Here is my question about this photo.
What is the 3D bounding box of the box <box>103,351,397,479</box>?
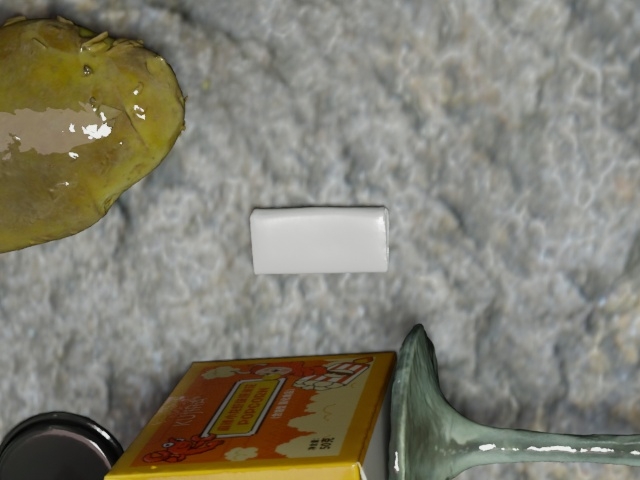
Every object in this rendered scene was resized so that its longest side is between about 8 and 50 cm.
[{"bbox_3d":[-0.037,0.258,1.160,0.214,0.283,0.259,-6,101,9],"label":"box"}]

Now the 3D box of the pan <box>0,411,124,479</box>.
[{"bbox_3d":[-0.292,0.251,1.329,0.235,0.028,0.136,-24,97,13],"label":"pan"}]

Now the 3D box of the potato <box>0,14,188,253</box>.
[{"bbox_3d":[-0.260,-0.090,1.194,0.296,0.141,0.191,-18,102,10],"label":"potato"}]

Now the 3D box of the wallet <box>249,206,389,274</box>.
[{"bbox_3d":[0.000,0.000,1.231,0.122,0.025,0.061,-1,100,8],"label":"wallet"}]

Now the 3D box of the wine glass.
[{"bbox_3d":[0.269,0.169,1.115,0.406,0.267,0.267,1,103,12],"label":"wine glass"}]
